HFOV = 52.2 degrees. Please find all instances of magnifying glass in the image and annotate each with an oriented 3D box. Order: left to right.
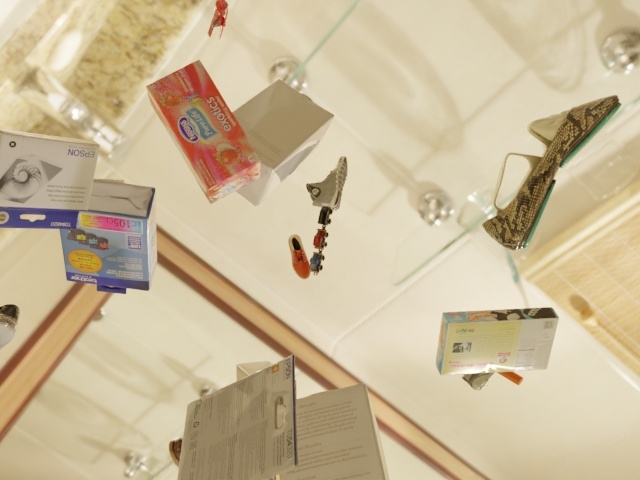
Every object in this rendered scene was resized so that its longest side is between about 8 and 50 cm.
[{"bbox_3d":[0.515,0.374,2.010,0.231,0.026,0.092,29,-114,38],"label":"magnifying glass"}]

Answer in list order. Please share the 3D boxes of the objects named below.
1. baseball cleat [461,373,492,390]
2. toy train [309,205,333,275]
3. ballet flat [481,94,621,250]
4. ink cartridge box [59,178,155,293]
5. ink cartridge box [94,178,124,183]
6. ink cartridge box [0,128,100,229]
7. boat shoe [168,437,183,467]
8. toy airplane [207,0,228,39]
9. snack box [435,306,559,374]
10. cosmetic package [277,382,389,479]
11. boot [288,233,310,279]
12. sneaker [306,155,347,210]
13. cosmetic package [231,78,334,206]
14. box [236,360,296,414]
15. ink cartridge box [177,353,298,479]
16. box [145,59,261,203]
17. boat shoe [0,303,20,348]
[{"bbox_3d":[0.551,0.412,2.196,0.206,0.109,0.072,-34,158,-38],"label":"baseball cleat"},{"bbox_3d":[0.000,0.000,1.458,0.036,0.027,0.158,10,91,-64],"label":"toy train"},{"bbox_3d":[0.588,-0.205,1.745,0.483,0.182,0.164,-60,165,15],"label":"ballet flat"},{"bbox_3d":[-0.652,0.007,2.038,0.395,0.270,0.151,104,-9,-46],"label":"ink cartridge box"},{"bbox_3d":[-0.733,-0.119,2.254,0.060,0.104,0.180,-122,-142,-55],"label":"ink cartridge box"},{"bbox_3d":[-0.618,-0.123,1.451,0.045,0.223,0.224,29,-71,39],"label":"ink cartridge box"},{"bbox_3d":[-0.377,0.656,1.916,0.073,0.207,0.073,-13,-143,2],"label":"boat shoe"},{"bbox_3d":[-0.207,-0.478,1.359,0.151,0.028,0.151,-166,-90,-73],"label":"toy airplane"},{"bbox_3d":[0.496,0.285,1.849,0.060,0.322,0.187,-103,-166,-60],"label":"snack box"},{"bbox_3d":[0.052,0.751,2.168,0.329,0.327,0.394,-14,-140,4],"label":"cosmetic package"},{"bbox_3d":[-0.072,0.056,2.179,0.059,0.158,0.084,-18,180,-5],"label":"boot"},{"bbox_3d":[0.018,-0.211,2.301,0.086,0.132,0.229,78,22,-54],"label":"sneaker"},{"bbox_3d":[-0.148,-0.294,1.890,0.385,0.217,0.156,-47,170,-48],"label":"cosmetic package"},{"bbox_3d":[-0.163,0.430,1.921,0.275,0.113,0.094,-176,-95,-70],"label":"box"},{"bbox_3d":[-0.179,0.458,1.509,0.330,0.071,0.324,-26,-147,15],"label":"ink cartridge box"},{"bbox_3d":[-0.284,-0.262,1.600,0.154,0.300,0.142,-29,173,-11],"label":"box"},{"bbox_3d":[-0.693,0.199,1.336,0.228,0.080,0.076,-37,-150,25],"label":"boat shoe"}]
